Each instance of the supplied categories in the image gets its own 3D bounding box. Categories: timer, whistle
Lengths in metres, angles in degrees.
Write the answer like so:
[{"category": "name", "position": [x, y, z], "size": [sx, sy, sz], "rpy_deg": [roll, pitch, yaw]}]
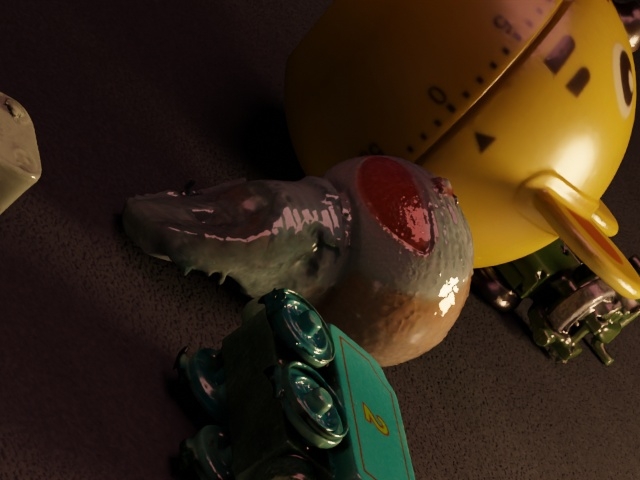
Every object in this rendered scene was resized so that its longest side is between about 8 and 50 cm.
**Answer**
[{"category": "timer", "position": [0.166, -0.116, 1.814], "size": [0.387, 0.376, 0.376], "rpy_deg": [42, 22, -6]}, {"category": "whistle", "position": [0.000, 0.000, 1.580], "size": [0.347, 0.189, 0.189], "rpy_deg": [14, 38, -36]}]

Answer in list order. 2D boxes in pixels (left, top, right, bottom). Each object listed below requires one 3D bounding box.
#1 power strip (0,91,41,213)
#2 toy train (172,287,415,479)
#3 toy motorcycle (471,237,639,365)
[{"category": "power strip", "position": [-0.355, -0.129, 1.275], "size": [0.385, 0.062, 0.091], "rpy_deg": [30, 28, -37]}, {"category": "toy train", "position": [-0.012, 0.138, 1.376], "size": [0.163, 0.112, 0.203], "rpy_deg": [40, 24, -30]}, {"category": "toy motorcycle", "position": [0.264, 0.029, 2.065], "size": [0.205, 0.127, 0.275], "rpy_deg": [52, 29, 16]}]
